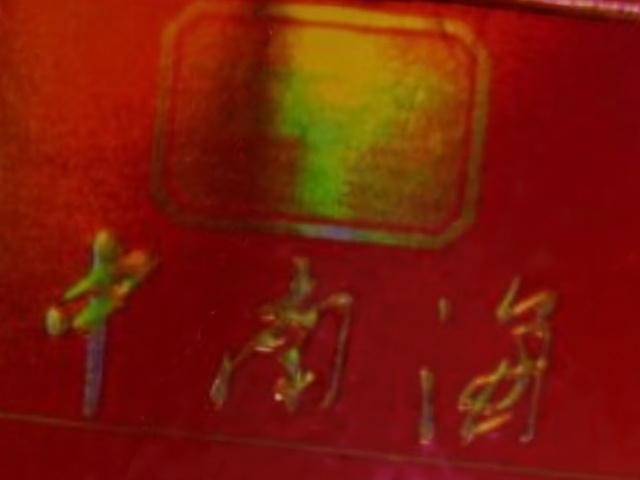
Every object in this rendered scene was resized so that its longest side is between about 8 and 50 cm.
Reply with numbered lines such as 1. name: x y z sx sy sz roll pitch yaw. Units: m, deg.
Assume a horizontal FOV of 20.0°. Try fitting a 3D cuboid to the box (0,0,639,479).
1. box: -0.001 0.001 0.465 0.197 0.089 0.313 6 93 4
